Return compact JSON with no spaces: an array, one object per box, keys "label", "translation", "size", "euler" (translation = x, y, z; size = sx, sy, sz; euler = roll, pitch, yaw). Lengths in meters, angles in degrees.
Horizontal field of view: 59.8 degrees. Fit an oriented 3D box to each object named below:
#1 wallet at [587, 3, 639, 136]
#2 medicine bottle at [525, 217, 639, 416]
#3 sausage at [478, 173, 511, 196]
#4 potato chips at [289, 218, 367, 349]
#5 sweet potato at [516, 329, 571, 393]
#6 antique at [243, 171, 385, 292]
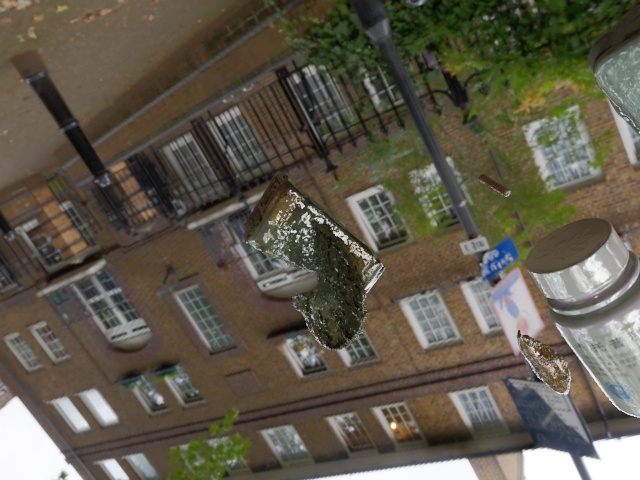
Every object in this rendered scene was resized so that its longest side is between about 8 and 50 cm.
[{"label":"wallet","translation":[0.406,-0.172,0.402],"size":[0.360,0.252,0.083],"euler":[-34,-151,44]},{"label":"medicine bottle","translation":[0.457,0.116,0.860],"size":[0.170,0.293,0.170],"euler":[-36,-169,8]},{"label":"sausage","translation":[0.475,-0.150,1.515],"size":[0.026,0.026,0.116],"euler":[-31,-144,-7]},{"label":"potato chips","translation":[0.009,0.085,0.908],"size":[0.029,0.202,0.220],"euler":[-11,142,-30]},{"label":"sweet potato","translation":[0.441,0.237,1.095],"size":[0.068,0.206,0.060],"euler":[-31,-153,38]},{"label":"antique","translation":[0.000,0.000,1.118],"size":[0.150,0.284,0.125],"euler":[-55,-160,11]}]
